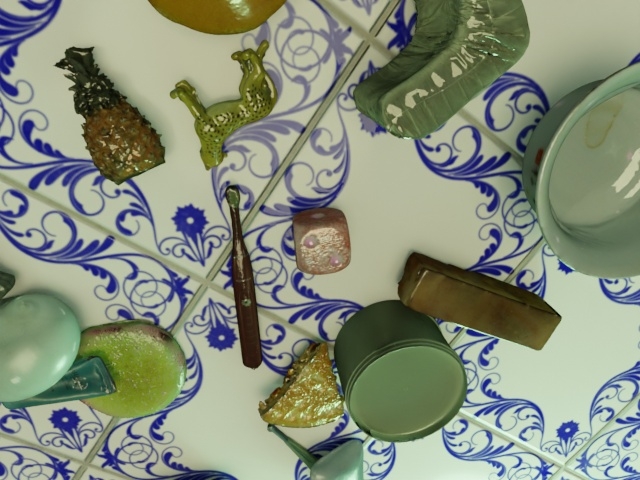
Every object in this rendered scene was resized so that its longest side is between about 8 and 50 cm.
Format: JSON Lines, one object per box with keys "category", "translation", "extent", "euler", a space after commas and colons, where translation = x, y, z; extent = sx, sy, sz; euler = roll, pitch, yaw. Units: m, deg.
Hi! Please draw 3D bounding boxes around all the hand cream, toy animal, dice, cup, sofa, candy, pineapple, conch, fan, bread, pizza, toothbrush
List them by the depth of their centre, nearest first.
{"category": "sofa", "translation": [0.131, -0.273, 0.661], "extent": [0.225, 0.210, 0.176], "euler": [-39, 114, 10]}
{"category": "pineapple", "translation": [-0.309, -0.185, 0.702], "extent": [0.108, 0.108, 0.198], "euler": [-23, 104, 3]}
{"category": "toy animal", "translation": [-0.130, -0.206, 0.738], "extent": [0.181, 0.073, 0.136], "euler": [-32, 122, -7]}
{"category": "cup", "translation": [0.483, -0.126, 0.795], "extent": [0.347, 0.163, 0.347], "euler": [-3, 114, -6]}
{"category": "conch", "translation": [-0.523, 0.181, 0.816], "extent": [0.221, 0.121, 0.185], "euler": [-38, 71, 3]}
{"category": "dice", "translation": [0.000, 0.000, 0.822], "extent": [0.094, 0.093, 0.091], "euler": [-8, 114, -3]}
{"category": "toothbrush", "translation": [-0.138, 0.076, 0.866], "extent": [0.040, 0.041, 0.364], "euler": [-4, 114, -6]}
{"category": "hand cream", "translation": [-0.486, 0.267, 0.879], "extent": [0.224, 0.048, 0.083], "euler": [-15, 107, 9]}
{"category": "bread", "translation": [-0.370, 0.250, 0.912], "extent": [0.228, 0.033, 0.229], "euler": [-2, 114, -5]}
{"category": "pizza", "translation": [-0.023, 0.279, 0.960], "extent": [0.188, 0.062, 0.199], "euler": [10, 106, -25]}
{"category": "fan", "translation": [-0.052, 0.458, 1.053], "extent": [0.038, 0.016, 0.193], "euler": [-37, 113, 11]}
{"category": "candy", "translation": [0.038, 0.533, 1.058], "extent": [0.138, 0.071, 0.174], "euler": [-20, 118, -32]}

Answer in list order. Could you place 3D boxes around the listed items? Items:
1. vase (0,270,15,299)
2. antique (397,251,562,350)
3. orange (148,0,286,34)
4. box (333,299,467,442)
{"category": "vase", "translation": [-0.569, 0.038, 0.772], "extent": [0.081, 0.081, 0.149], "euler": [-33, 116, 7]}
{"category": "antique", "translation": [0.293, 0.112, 0.908], "extent": [0.309, 0.093, 0.087], "euler": [19, 109, -15]}
{"category": "orange", "translation": [-0.122, -0.385, 0.590], "extent": [0.248, 0.183, 0.249], "euler": [-2, 113, -5]}
{"category": "box", "translation": [0.147, 0.248, 0.918], "extent": [0.226, 0.149, 0.226], "euler": [-3, 114, -7]}
